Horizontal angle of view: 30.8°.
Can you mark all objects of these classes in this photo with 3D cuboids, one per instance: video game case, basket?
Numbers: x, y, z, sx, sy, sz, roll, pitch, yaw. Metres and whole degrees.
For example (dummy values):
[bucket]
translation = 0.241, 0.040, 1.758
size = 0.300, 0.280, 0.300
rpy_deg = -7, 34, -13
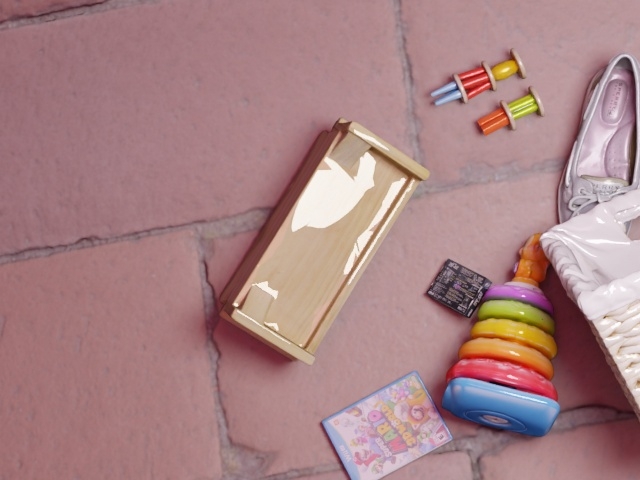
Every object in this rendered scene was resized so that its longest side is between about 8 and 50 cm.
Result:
[video game case]
translation = 0.102, 0.290, 1.775
size = 0.166, 0.015, 0.119
rpy_deg = -29, 77, 3
[basket]
translation = 0.512, 0.070, 1.561
size = 0.328, 0.331, 0.266
rpy_deg = -26, 104, 8

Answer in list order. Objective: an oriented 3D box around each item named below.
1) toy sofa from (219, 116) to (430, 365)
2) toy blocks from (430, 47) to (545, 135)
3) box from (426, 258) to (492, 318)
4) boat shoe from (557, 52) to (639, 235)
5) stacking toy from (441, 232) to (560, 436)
[toy sofa]
translation = 0.000, 0.000, 1.791
size = 0.150, 0.177, 0.362
rpy_deg = 32, 86, -12
[toy blocks]
translation = 0.260, -0.218, 1.820
size = 0.148, 0.054, 0.123
rpy_deg = -24, 77, 4
[box]
translation = 0.211, 0.073, 1.775
size = 0.083, 0.018, 0.067
rpy_deg = 28, 84, 42
[boat shoe]
translation = 0.430, -0.121, 1.752
size = 0.118, 0.103, 0.320
rpy_deg = 12, 82, 11
[stacking toy]
translation = 0.291, 0.124, 1.720
size = 0.166, 0.175, 0.301
rpy_deg = 13, 71, 9
